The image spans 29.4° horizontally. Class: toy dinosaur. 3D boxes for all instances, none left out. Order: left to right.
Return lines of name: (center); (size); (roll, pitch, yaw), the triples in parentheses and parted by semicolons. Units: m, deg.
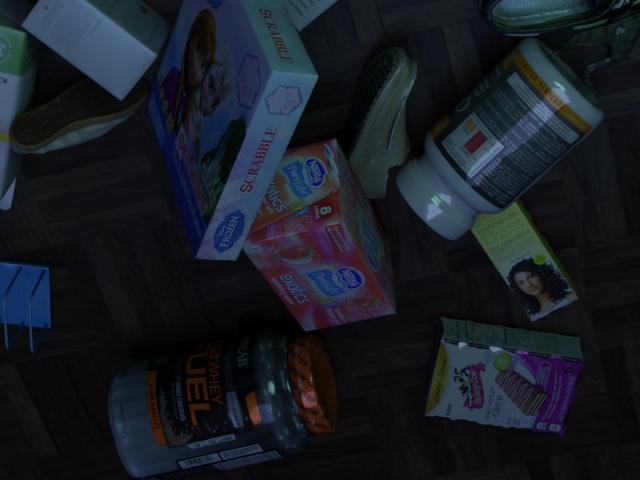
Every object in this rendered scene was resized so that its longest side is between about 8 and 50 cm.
toy dinosaur: (0.401, -0.268, 1.650); (0.268, 0.064, 0.118); (-22, 157, -20)

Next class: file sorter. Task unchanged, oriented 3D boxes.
file sorter: (-0.530, 0.105, 1.962); (0.170, 0.104, 0.118); (6, 119, 2)

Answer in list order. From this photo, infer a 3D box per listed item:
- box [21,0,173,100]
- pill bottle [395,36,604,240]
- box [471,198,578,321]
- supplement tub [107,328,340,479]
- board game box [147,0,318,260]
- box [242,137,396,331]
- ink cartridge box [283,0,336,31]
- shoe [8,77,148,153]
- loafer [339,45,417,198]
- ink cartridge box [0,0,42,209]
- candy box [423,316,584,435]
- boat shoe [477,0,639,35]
box: (-0.308, -0.299, 1.700); (0.170, 0.130, 0.091); (38, 115, -15)
pill bottle: (0.247, -0.138, 1.720); (0.162, 0.162, 0.278); (41, 110, -17)
box: (0.302, 0.011, 1.869); (0.087, 0.058, 0.232); (-30, 112, 19)
supplement tub: (-0.151, 0.263, 1.962); (0.338, 0.207, 0.207); (-15, 117, 12)
board game box: (-0.129, -0.195, 1.614); (0.065, 0.319, 0.318); (3, 134, -27)
box: (0.000, 0.000, 1.763); (0.154, 0.142, 0.300); (-12, 150, 12)
ink cartridge box: (-0.063, -0.401, 1.672); (0.224, 0.045, 0.223); (-36, 111, 22)
shoe: (-0.352, -0.181, 1.770); (0.077, 0.219, 0.058); (58, 156, 14)
loafer: (0.090, -0.164, 1.768); (0.092, 0.102, 0.268); (10, 134, -15)
ink cartridge box: (-0.537, -0.190, 1.786); (0.207, 0.119, 0.354); (14, 120, -5)
candy box: (0.294, 0.221, 1.980); (0.233, 0.071, 0.159); (8, 120, 1)
boat shoe: (0.365, -0.338, 1.647); (0.302, 0.091, 0.114); (-15, 117, 13)
